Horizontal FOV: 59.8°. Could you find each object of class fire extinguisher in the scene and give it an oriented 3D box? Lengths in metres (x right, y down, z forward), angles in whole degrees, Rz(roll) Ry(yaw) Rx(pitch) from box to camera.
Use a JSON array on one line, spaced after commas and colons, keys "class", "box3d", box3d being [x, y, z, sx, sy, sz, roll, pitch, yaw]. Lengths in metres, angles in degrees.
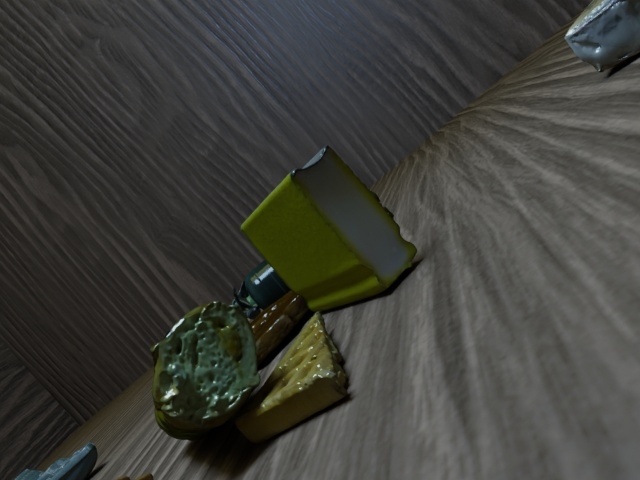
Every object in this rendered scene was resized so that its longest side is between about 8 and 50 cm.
[{"class": "fire extinguisher", "box3d": [-0.046, 0.043, 1.010, 0.311, 0.114, 0.095, -42, 49, -4]}]

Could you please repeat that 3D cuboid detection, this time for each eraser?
[{"class": "eraser", "box3d": [0.000, 0.000, 0.652, 0.069, 0.158, 0.226, -44, 6, -24]}]

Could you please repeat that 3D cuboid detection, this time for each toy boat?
[{"class": "toy boat", "box3d": [-0.500, 0.442, 1.029, 0.260, 0.085, 0.078, -39, 3, 21]}]

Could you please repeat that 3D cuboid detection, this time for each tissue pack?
[{"class": "tissue pack", "box3d": [0.416, -0.313, 0.677, 0.222, 0.090, 0.186, -43, 2, -38]}]

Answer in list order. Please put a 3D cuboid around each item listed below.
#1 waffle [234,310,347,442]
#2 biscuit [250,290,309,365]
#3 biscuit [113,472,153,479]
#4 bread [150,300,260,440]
[{"class": "waffle", "box3d": [0.007, 0.089, 0.492, 0.125, 0.032, 0.191, -41, 5, 34]}, {"class": "biscuit", "box3d": [-0.088, 0.145, 0.786, 0.182, 0.034, 0.215, -39, 6, 36]}, {"class": "biscuit", "box3d": [-0.220, 0.236, 0.281, 0.312, 0.057, 0.351, -38, -12, -20]}, {"class": "bread", "box3d": [-0.119, 0.140, 0.541, 0.087, 0.098, 0.269, -2, -21, -17]}]
